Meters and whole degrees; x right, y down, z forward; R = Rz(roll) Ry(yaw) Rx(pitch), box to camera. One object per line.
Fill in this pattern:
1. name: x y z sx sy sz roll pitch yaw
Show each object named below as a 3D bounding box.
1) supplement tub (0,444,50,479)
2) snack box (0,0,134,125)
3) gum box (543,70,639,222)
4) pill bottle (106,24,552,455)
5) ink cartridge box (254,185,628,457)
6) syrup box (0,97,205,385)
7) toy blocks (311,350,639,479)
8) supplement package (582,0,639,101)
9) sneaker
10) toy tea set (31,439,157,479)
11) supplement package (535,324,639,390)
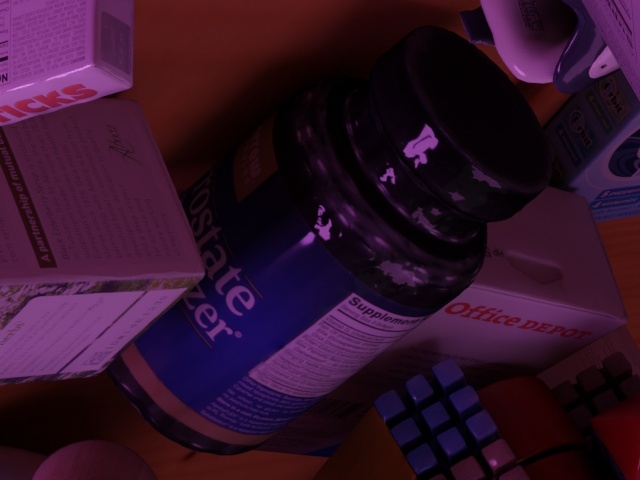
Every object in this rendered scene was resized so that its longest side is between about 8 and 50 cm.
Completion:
1. supplement tub: -0.187 0.271 1.146 0.228 0.228 0.316 -24 159 -5
2. snack box: -0.135 -0.060 0.585 0.178 0.064 0.022 -12 159 30
3. gum box: 0.211 -0.076 1.046 0.157 0.041 0.184 -9 152 -35
4. pill bottle: 0.000 0.000 0.877 0.219 0.122 0.123 -40 154 31
5. ink cartridge box: 0.044 0.043 1.025 0.148 0.086 0.203 13 142 -42
6. syrup box: -0.172 0.002 0.724 0.237 0.096 0.093 -1 149 -44
7. toy blocks: 0.069 0.170 1.012 0.381 0.190 0.261 -28 151 -5
8. supplement package: 0.169 -0.137 0.559 0.204 0.262 0.145 -27 159 2
9. sneaker: 0.137 -0.107 0.822 0.153 0.094 0.235 -23 157 -1
10. toy tea set: -0.242 0.147 0.844 0.336 0.200 0.124 -21 166 -11
11. supplement package: 0.113 0.080 1.207 0.179 0.105 0.105 0 147 -48
